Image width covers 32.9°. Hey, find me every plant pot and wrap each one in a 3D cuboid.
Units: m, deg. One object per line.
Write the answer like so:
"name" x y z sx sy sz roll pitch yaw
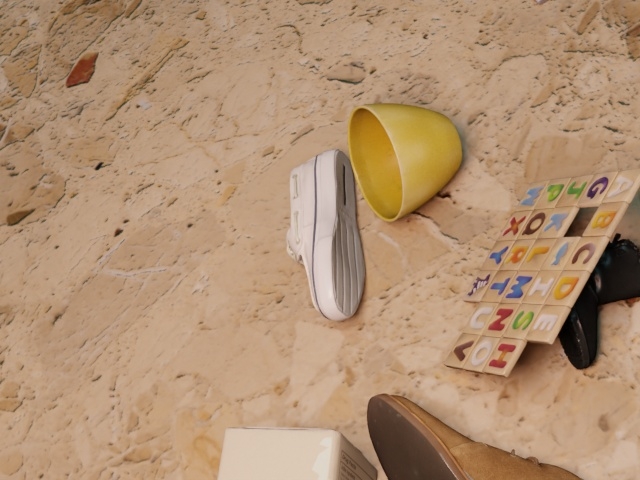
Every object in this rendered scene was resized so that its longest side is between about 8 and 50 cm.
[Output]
"plant pot" 0.101 -0.099 1.219 0.095 0.134 0.134 -18 55 -19

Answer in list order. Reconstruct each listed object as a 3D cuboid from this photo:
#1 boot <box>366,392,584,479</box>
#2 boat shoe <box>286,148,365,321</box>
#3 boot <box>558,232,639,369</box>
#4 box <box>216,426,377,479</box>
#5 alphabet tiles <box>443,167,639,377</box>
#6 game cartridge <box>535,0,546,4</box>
"boot" 0.167 0.242 1.041 0.115 0.112 0.305 -26 47 -30
"boat shoe" 0.000 0.000 1.232 0.075 0.083 0.226 -18 46 24
"boot" 0.285 0.060 1.099 0.099 0.045 0.121 -17 90 -15
"box" -0.034 0.344 1.016 0.121 0.148 0.311 -2 62 20
"alphabet tiles" 0.211 0.031 1.091 0.237 0.009 0.198 -57 18 -13
"game cartridge" 0.285 -0.329 1.326 0.083 0.017 0.056 -33 61 1
